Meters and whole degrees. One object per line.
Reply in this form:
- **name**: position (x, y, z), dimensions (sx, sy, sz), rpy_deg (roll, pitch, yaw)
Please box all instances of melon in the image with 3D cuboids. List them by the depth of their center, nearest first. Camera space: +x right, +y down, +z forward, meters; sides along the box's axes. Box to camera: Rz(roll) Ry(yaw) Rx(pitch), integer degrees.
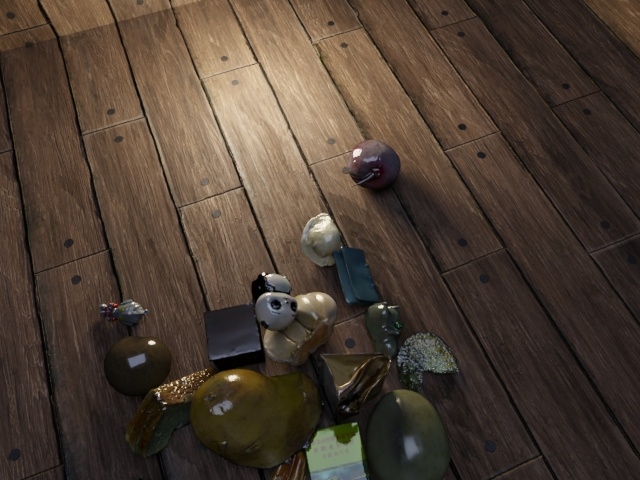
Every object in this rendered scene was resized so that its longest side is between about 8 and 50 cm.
- **melon**: position (0.261, 0.611, 1.527), dimensions (0.271, 0.272, 0.308), rpy_deg (10, 68, 5)

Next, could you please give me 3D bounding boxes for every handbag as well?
- **handbag**: position (0.135, 0.131, 1.852), dimensions (0.144, 0.057, 0.221), rpy_deg (10, 53, -41)

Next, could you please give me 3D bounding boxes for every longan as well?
- **longan**: position (-0.598, 0.410, 1.663), dimensions (0.212, 0.198, 0.198), rpy_deg (-11, 63, -13)

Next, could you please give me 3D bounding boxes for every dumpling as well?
- **dumpling**: position (-0.001, -0.001, 1.918), dimensions (0.154, 0.111, 0.181), rpy_deg (-16, 58, -12)

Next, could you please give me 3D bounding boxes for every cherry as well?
- **cherry**: position (0.214, -0.306, 2.038), dimensions (0.213, 0.184, 0.266), rpy_deg (14, 49, -9)

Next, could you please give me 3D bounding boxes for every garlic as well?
- **garlic**: position (-0.061, 0.297, 1.738), dimensions (0.203, 0.184, 0.281), rpy_deg (35, 88, 38)

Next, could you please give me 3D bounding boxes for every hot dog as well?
- **hot dog**: position (-0.111, 0.760, 1.548), dimensions (0.109, 0.072, 0.270), rpy_deg (21, 66, 8)

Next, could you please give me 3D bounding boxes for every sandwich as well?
- **sandwich**: position (-0.470, 0.549, 1.630), dimensions (0.099, 0.288, 0.254), rpy_deg (36, 112, 24)

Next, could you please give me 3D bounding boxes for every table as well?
- **table**: position (-0.282, 0.335, 1.697), dimensions (0.168, 0.193, 0.173), rpy_deg (-10, 63, -6)

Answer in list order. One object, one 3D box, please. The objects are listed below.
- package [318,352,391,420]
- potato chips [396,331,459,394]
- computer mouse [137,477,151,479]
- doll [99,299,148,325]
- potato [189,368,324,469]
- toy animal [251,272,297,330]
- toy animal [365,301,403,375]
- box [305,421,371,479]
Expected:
- **package**: position (0.101, 0.472, 1.563), dimensions (0.221, 0.311, 0.165), rpy_deg (0, 61, -2)
- **potato chips**: position (0.359, 0.424, 1.753), dimensions (0.219, 0.029, 0.202), rpy_deg (-35, 68, -20)
- **computer mouse**: position (-0.434, 0.847, 1.477), dimensions (0.373, 0.114, 0.203), rpy_deg (35, 65, 8)
- **doll**: position (-0.703, 0.257, 1.807), dimensions (0.179, 0.079, 0.094), rpy_deg (2, 91, 8)
- **potato**: position (-0.190, 0.500, 1.527), dimensions (0.396, 0.296, 0.290), rpy_deg (-16, 47, -5)
- **toy animal**: position (-0.140, 0.204, 1.637), dimensions (0.165, 0.138, 0.179), rpy_deg (15, 34, -32)
- **toy animal**: position (0.222, 0.346, 1.754), dimensions (0.125, 0.127, 0.252), rpy_deg (5, 74, -18)
- **box**: position (0.064, 0.750, 1.559), dimensions (0.186, 0.047, 0.335), rpy_deg (-10, 60, -6)
